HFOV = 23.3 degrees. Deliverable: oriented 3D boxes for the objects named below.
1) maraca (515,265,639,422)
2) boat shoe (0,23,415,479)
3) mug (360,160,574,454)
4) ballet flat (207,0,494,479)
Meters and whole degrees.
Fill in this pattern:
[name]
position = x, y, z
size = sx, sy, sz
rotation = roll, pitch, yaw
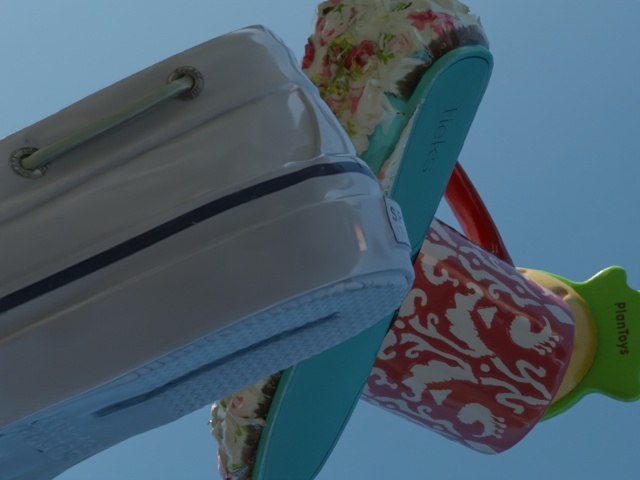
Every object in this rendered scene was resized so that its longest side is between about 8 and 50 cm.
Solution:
[maraca]
position = 0.141, 0.070, 1.057
size = 0.186, 0.099, 0.127
rotation = -9, -124, 12
[boat shoe]
position = -0.094, 0.024, 0.345
size = 0.226, 0.083, 0.075
rotation = -22, -109, -8
[mug]
position = 0.043, 0.016, 0.783
size = 0.169, 0.113, 0.150
rotation = 29, -90, -16
[ballet flat]
position = 0.000, 0.000, 0.654
size = 0.077, 0.091, 0.241
rotation = 36, -65, 29
